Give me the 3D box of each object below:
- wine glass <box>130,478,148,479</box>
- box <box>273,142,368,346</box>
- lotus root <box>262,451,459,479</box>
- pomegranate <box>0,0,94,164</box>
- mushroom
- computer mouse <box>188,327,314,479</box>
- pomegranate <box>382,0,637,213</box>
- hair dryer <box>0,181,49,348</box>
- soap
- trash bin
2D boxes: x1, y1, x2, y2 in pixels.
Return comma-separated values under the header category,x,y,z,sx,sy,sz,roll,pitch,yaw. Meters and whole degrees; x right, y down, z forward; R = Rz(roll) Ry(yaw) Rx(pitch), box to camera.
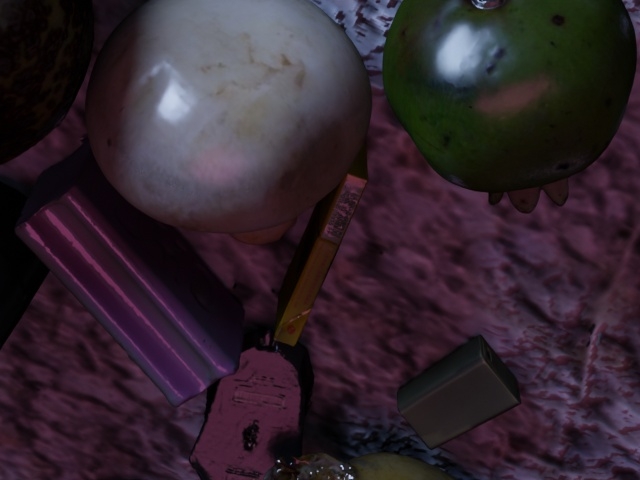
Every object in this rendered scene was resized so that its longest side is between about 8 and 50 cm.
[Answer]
category,x,y,z,sx,sy,sz,roll,pitch,yaw
wine glass,-0.184,0.331,1.154,0.165,0.196,0.165,1,117,2
box,0.000,0.000,1.055,0.023,0.087,0.155,19,114,-11
lotus root,0.093,0.286,1.137,0.343,0.169,0.151,44,133,-19
pomegranate,-0.232,-0.204,0.896,0.341,0.285,0.285,-30,113,-14
mushroom,-0.064,-0.097,0.979,0.206,0.209,0.206,0,87,7
computer mouse,-0.056,0.152,1.147,0.099,0.057,0.172,11,103,-3
pomegranate,0.142,-0.106,0.968,0.187,0.187,0.225,-11,141,6
hair dryer,-0.336,0.125,1.051,0.116,0.244,0.302,28,127,-5
soap,-0.147,0.025,1.051,0.065,0.122,0.203,-35,111,14
trash bin,0.118,0.133,1.140,0.092,0.043,0.061,-33,110,19
